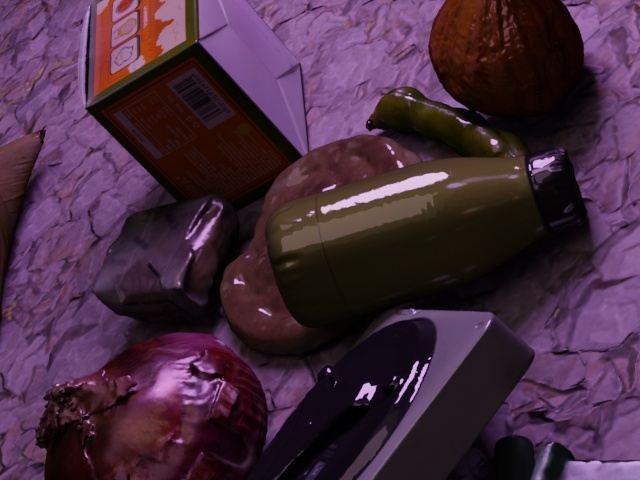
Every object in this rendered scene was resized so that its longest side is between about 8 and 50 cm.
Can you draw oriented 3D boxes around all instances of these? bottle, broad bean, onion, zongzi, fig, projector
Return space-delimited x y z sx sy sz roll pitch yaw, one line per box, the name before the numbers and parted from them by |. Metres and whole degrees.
bottle | 0.146 0.186 1.391 0.030 0.030 0.083 -24 40 25
bottle | 0.090 -0.011 1.564 0.260 0.112 0.112 -17 41 11
broad bean | 0.117 -0.098 1.692 0.052 0.052 0.256 -59 35 -3
onion | -0.161 0.167 1.593 0.230 0.163 0.230 -37 23 19
zongzi | -0.356 -0.005 2.021 0.256 0.115 0.228 -38 38 -11
fig | 0.152 -0.210 1.634 0.134 0.201 0.146 -38 35 -28
projector | 0.022 0.161 1.425 0.259 0.079 0.257 -52 12 -12

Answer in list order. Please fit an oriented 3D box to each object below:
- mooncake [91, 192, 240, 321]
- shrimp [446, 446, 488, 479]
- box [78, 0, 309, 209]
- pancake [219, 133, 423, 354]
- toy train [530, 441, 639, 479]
mooncake | -0.139 0.020 1.799 0.125 0.073 0.130 -3 53 38
shrimp | 0.073 0.225 1.389 0.057 0.065 0.165 28 70 27
box | -0.125 -0.153 1.858 0.148 0.195 0.177 -29 39 19
pancake | -0.001 -0.001 1.713 0.236 0.042 0.222 -50 36 -8
toy train | 0.212 0.252 1.144 0.202 0.145 0.266 -6 44 34
